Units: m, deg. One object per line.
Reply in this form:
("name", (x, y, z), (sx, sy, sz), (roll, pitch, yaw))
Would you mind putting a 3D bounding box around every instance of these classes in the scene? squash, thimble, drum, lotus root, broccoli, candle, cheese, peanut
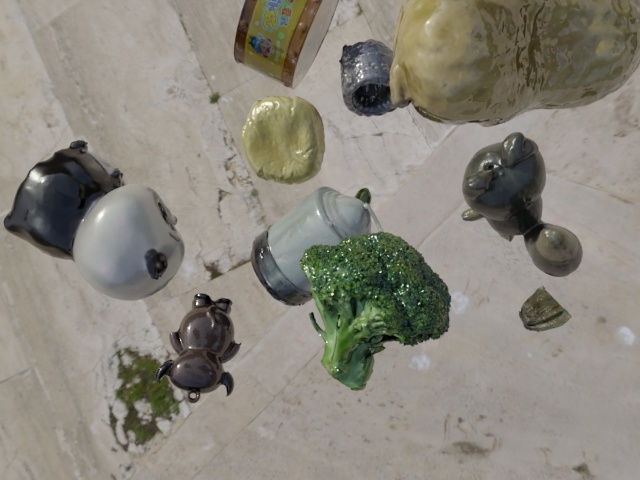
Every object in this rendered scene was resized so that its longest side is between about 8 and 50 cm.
("squash", (0.101, -0.060, 1.417), (0.052, 0.052, 0.184), (13, 82, 12))
("thimble", (0.158, -0.516, 1.632), (0.205, 0.236, 0.172), (-20, 70, 34))
("drum", (-0.097, -0.722, 1.648), (0.214, 0.431, 0.431), (26, 101, -3))
("lotus root", (0.748, 0.246, 1.734), (0.144, 0.070, 0.143), (-33, 57, 11))
("broccoli", (0.078, 0.106, 0.802), (0.261, 0.269, 0.242), (28, 96, -14))
("candle", (0.000, 0.000, 1.264), (0.342, 0.221, 0.221), (-37, 86, 25))
("cheese", (-0.097, -0.254, 1.313), (0.213, 0.117, 0.226), (1, 103, 11))
("peanut", (0.179, -0.191, 0.488), (0.159, 0.291, 0.143), (47, 145, 45))

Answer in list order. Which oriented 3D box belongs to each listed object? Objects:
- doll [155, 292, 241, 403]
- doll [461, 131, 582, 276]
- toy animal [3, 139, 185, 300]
("doll", (-0.280, 0.254, 1.209), (0.181, 0.117, 0.258), (13, 62, -14))
("doll", (0.549, -0.109, 1.359), (0.378, 0.382, 0.252), (38, 94, 31))
("toy animal", (-0.314, -0.015, 0.766), (0.235, 0.187, 0.165), (32, 66, 3))
